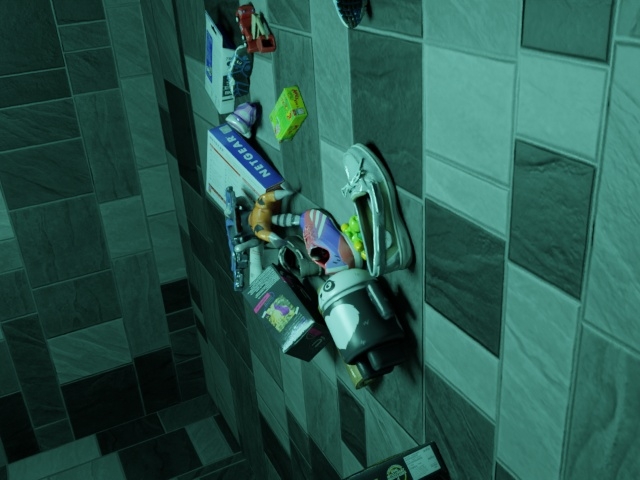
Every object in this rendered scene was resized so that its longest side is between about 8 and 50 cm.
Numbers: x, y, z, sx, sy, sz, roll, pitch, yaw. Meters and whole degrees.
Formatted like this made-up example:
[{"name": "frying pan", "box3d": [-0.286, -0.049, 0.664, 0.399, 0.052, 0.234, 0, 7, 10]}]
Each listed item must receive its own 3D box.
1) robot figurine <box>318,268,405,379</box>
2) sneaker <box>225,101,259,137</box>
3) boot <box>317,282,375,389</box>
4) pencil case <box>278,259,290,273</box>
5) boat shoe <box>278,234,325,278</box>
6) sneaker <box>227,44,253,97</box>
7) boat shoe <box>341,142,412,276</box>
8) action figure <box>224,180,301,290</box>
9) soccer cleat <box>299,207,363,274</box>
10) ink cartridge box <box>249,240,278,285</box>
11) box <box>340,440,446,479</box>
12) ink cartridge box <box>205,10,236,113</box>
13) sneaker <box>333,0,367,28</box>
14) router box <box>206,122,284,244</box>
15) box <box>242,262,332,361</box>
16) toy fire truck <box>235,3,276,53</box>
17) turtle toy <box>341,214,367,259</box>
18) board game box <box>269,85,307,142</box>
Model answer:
[{"name": "robot figurine", "box3d": [0.103, 0.206, 1.709, 0.278, 0.209, 0.173, 65, -166, 21]}, {"name": "sneaker", "box3d": [-0.252, -0.412, 2.271, 0.095, 0.105, 0.236, 35, -179, -7]}, {"name": "boot", "box3d": [0.083, 0.263, 1.924, 0.236, 0.089, 0.270, 90, 157, -62]}, {"name": "pencil case", "box3d": [-0.116, 0.155, 2.320, 0.095, 0.098, 0.209, 38, -168, -50]}, {"name": "boat shoe", "box3d": [-0.081, 0.053, 2.150, 0.335, 0.095, 0.112, 16, 119, 64]}, {"name": "sneaker", "box3d": [-0.275, -0.565, 2.221, 0.081, 0.080, 0.211, 61, 153, 21]}, {"name": "boat shoe", "box3d": [0.116, -0.075, 1.590, 0.118, 0.103, 0.321, -31, 76, 67]}, {"name": "action figure", "box3d": [-0.194, -0.014, 2.155, 0.330, 0.178, 0.342, -9, 82, 54]}, {"name": "soccer cleat", "box3d": [0.000, 0.000, 1.895, 0.318, 0.116, 0.109, 43, 143, 51]}, {"name": "ink cartridge box", "box3d": [-0.191, 0.077, 2.292, 0.104, 0.060, 0.180, 11, 101, 57]}, {"name": "box", "box3d": [0.091, 0.657, 1.750, 0.097, 0.394, 0.318, 64, 157, 19]}, {"name": "ink cartridge box", "box3d": [-0.353, -0.628, 2.388, 0.165, 0.065, 0.333, 60, 155, 32]}, {"name": "sneaker", "box3d": [0.051, -0.551, 1.495, 0.083, 0.071, 0.191, 137, 124, -72]}, {"name": "router box", "box3d": [-0.270, -0.189, 2.353, 0.335, 0.082, 0.301, 46, 147, 25]}, {"name": "box", "box3d": [-0.095, 0.225, 2.118, 0.270, 0.143, 0.165, 51, -170, 33]}, {"name": "toy fire truck", "box3d": [-0.198, -0.636, 2.036, 0.135, 0.047, 0.192, -33, 73, 66]}, {"name": "turtle toy", "box3d": [0.101, -0.016, 1.690, 0.095, 0.066, 0.130, 56, -175, 37]}, {"name": "board game box", "box3d": [-0.096, -0.366, 1.979, 0.092, 0.043, 0.181, 70, 158, 9]}]
